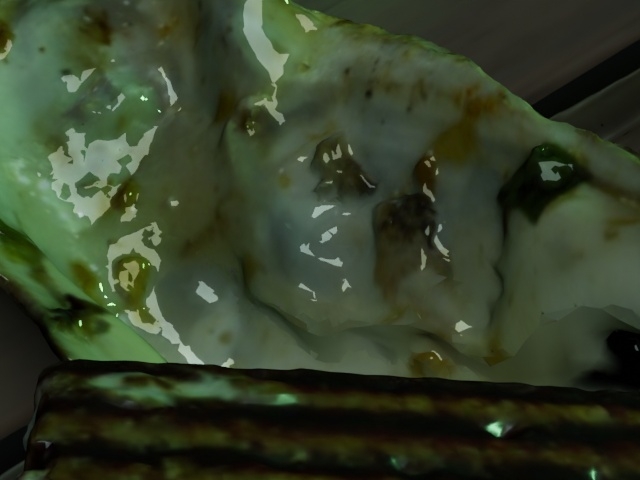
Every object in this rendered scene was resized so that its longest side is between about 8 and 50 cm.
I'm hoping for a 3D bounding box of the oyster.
[{"bbox_3d":[0.005,-0.002,0.550,0.166,0.094,0.294,-44,58,-4],"label":"oyster"}]

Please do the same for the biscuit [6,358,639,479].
[{"bbox_3d":[0.119,0.098,0.453,0.388,0.107,0.073,5,33,-13],"label":"biscuit"}]
